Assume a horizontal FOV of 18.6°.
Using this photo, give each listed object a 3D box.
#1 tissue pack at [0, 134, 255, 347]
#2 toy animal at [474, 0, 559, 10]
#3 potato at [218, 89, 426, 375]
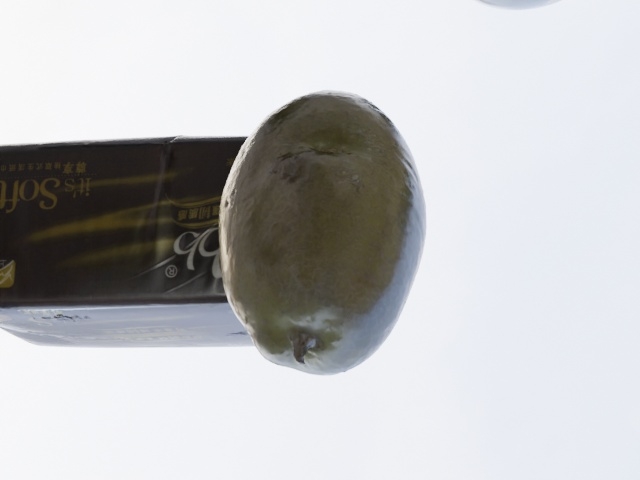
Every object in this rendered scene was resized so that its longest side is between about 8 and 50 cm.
[{"bbox_3d":[-0.154,0.000,1.981,0.370,0.210,0.198,-2,-108,18],"label":"tissue pack"},{"bbox_3d":[0.203,-0.309,1.891,0.187,0.165,0.235,-13,-174,21],"label":"toy animal"},{"bbox_3d":[0.000,0.000,1.465,0.159,0.174,0.251,2,-139,3],"label":"potato"}]
